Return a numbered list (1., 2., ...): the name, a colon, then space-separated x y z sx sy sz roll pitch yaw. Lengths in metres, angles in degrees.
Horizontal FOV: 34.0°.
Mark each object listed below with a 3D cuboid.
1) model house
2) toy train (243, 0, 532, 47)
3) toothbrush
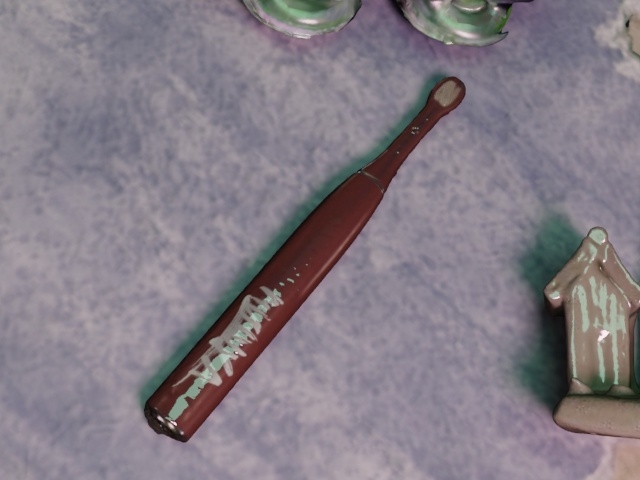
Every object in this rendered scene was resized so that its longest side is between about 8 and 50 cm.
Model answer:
1. model house: 0.269 0.066 0.740 0.229 0.122 0.188 7 66 -2
2. toy train: 0.056 -0.294 0.828 0.307 0.173 0.248 2 62 -7
3. toothbrush: 0.000 0.000 0.772 0.041 0.041 0.364 37 68 7
